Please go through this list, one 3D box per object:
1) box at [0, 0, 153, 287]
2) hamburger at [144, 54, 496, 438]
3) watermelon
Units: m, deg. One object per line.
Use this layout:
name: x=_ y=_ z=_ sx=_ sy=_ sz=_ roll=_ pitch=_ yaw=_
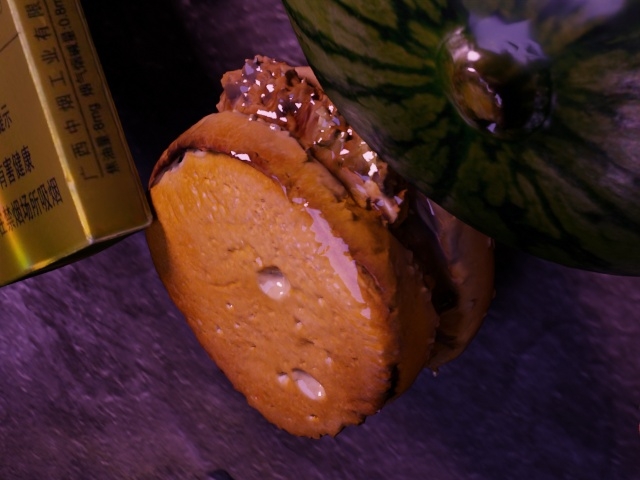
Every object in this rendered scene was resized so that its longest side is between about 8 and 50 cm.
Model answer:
box: x=-0.185 y=-0.136 z=1.034 sx=0.173 sy=0.043 sz=0.311 roll=-19 pitch=89 yaw=62
hamburger: x=0.000 y=-0.007 z=0.966 sx=0.182 sy=0.118 sz=0.191 roll=-3 pitch=120 yaw=49
watermelon: x=0.085 y=-0.112 z=0.727 sx=0.330 sy=0.189 sz=0.331 roll=27 pitch=133 yaw=33
